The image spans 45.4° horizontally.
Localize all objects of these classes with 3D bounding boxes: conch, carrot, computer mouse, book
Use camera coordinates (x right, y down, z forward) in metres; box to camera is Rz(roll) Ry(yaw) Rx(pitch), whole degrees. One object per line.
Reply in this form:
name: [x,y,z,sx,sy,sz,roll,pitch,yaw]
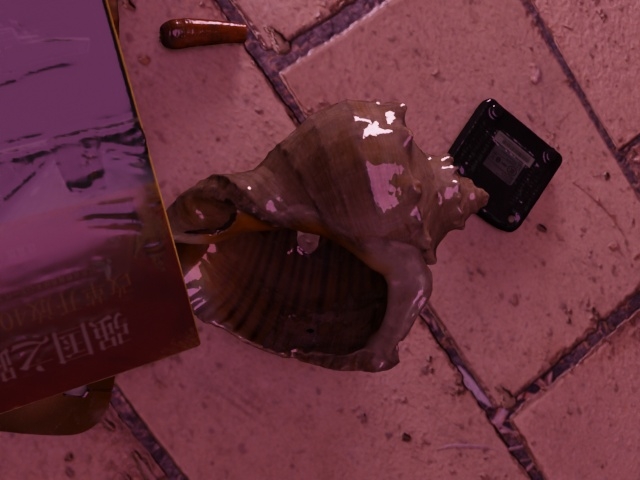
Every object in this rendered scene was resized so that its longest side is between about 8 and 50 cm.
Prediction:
conch: [0.007,0.000,0.772,0.186,0.324,0.263,1,84,-61]
carrot: [-0.125,-0.221,0.813,0.093,0.032,0.032,-7,91,-19]
computer mouse: [-0.303,0.132,0.744,0.199,0.045,0.102,14,87,-15]
book: [-0.279,-0.036,0.688,0.263,0.028,0.373,-18,103,-20]

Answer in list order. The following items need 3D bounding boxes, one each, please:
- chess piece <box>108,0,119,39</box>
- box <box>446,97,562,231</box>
chess piece: [-0.331,-0.248,0.712,0.301,0.137,0.137,-6,91,-21]
box: [0.213,-0.087,0.911,0.126,0.027,0.125,36,80,-12]
